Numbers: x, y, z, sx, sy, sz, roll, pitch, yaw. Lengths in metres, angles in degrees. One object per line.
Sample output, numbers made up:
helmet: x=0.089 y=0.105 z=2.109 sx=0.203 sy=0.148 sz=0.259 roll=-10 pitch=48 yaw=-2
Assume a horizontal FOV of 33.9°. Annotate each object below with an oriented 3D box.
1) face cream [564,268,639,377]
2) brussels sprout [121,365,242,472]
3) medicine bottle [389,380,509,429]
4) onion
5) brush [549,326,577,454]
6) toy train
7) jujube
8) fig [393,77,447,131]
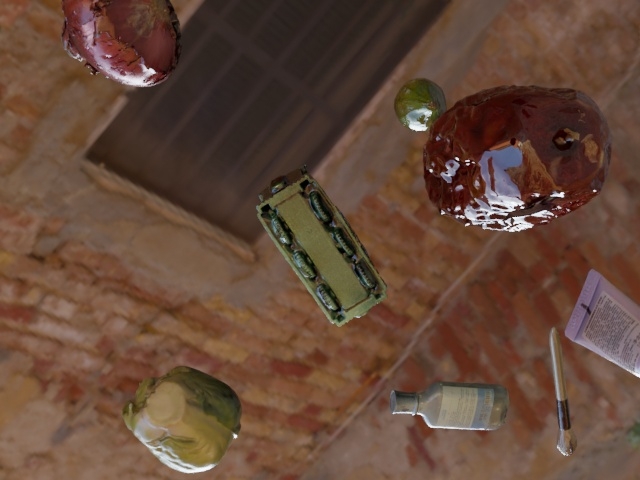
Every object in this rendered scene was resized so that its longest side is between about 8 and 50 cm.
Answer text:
face cream: x=0.585 y=0.184 z=1.985 sx=0.096 sy=0.154 sz=0.274 roll=-7 pitch=-148 yaw=-38
brussels sprout: x=-0.176 y=0.234 z=1.396 sx=0.145 sy=0.131 sz=0.183 roll=46 pitch=177 yaw=-8
medicine bottle: x=0.229 y=0.294 z=1.875 sx=0.208 sy=0.090 sz=0.054 roll=5 pitch=-156 yaw=-10
onion: x=-0.247 y=-0.261 z=1.241 sx=0.184 sy=0.147 sz=0.184 roll=58 pitch=-161 yaw=-34
brush: x=0.473 y=0.300 z=2.058 sx=0.039 sy=0.042 sz=0.299 roll=9 pitch=123 yaw=37
toy train: x=0.000 y=0.000 z=2.046 sx=0.330 sy=0.138 sz=0.178 roll=56 pitch=-175 yaw=-21
jujube: x=0.338 y=-0.145 z=1.841 sx=0.276 sy=0.276 sz=0.377 roll=40 pitch=169 yaw=-15
fig: x=0.232 y=-0.305 z=2.330 sx=0.123 sy=0.123 sz=0.156 roll=40 pitch=167 yaw=-13
